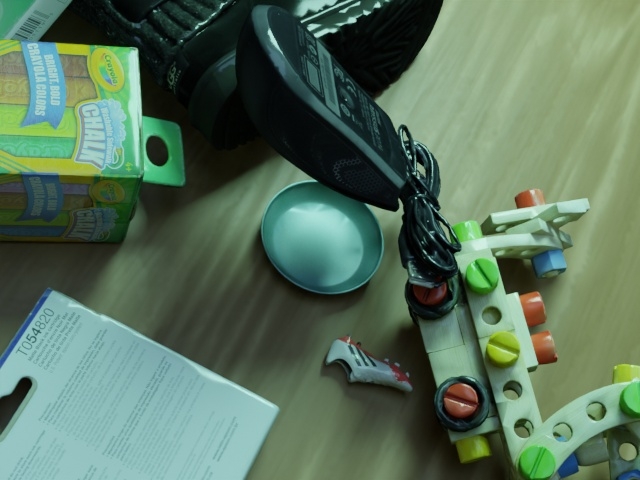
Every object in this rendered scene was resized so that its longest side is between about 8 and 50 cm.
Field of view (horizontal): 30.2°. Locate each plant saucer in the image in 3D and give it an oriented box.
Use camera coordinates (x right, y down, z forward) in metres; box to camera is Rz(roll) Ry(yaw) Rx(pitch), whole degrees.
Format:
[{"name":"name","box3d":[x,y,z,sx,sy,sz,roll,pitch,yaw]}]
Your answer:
[{"name":"plant saucer","box3d":[0.000,0.000,1.115,0.119,0.021,0.119,7,61,-14]}]

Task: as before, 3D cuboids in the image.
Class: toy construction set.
[{"name":"toy construction set","box3d":[0.196,0.090,1.054,0.215,0.151,0.328,-15,58,3]}]

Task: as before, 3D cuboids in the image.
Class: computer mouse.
[{"name":"computer mouse","box3d":[0.011,-0.082,1.007,0.272,0.072,0.188,44,26,-30]}]

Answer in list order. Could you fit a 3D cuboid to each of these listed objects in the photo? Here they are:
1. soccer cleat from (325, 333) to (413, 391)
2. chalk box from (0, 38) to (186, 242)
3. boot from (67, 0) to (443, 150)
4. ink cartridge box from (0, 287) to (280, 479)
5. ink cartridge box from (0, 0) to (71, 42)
[{"name":"soccer cleat","box3d":[0.043,0.118,1.066,0.083,0.029,0.035,33,68,5]},{"name":"chalk box","box3d":[-0.221,-0.083,1.025,0.213,0.132,0.132,0,64,-17]},{"name":"boot","box3d":[-0.065,-0.248,1.161,0.348,0.131,0.260,-26,61,-39]},{"name":"ink cartridge box","box3d":[-0.178,0.179,0.954,0.224,0.045,0.223,29,59,0]},{"name":"ink cartridge box","box3d":[-0.307,-0.290,1.080,0.225,0.056,0.181,46,102,14]}]
